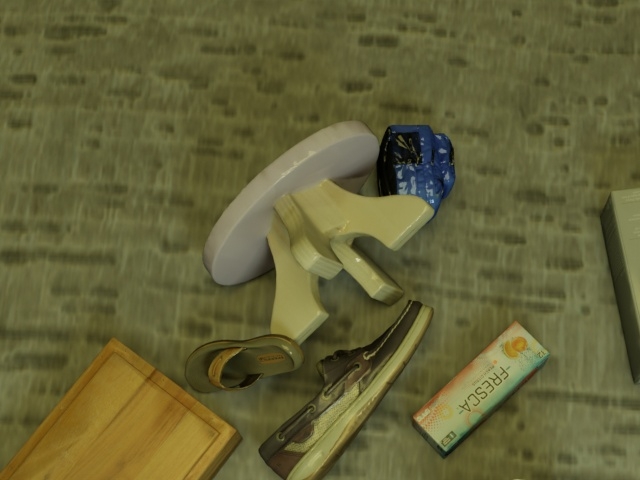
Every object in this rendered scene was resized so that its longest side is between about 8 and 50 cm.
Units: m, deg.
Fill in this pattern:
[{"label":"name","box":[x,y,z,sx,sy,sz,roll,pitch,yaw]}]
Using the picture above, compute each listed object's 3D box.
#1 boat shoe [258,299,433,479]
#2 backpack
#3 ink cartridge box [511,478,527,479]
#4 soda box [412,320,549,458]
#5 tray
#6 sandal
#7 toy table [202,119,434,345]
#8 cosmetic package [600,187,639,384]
[{"label":"boat shoe","box":[0.032,0.179,1.560,0.092,0.103,0.285,36,82,9]},{"label":"backpack","box":[0.125,-0.082,1.647,0.101,0.098,0.120,-1,70,-1]},{"label":"ink cartridge box","box":[0.239,0.372,1.405,0.100,0.237,0.171,9,71,6]},{"label":"soda box","box":[0.200,0.186,1.569,0.183,0.058,0.063,-41,73,-10]},{"label":"tray","box":[-0.303,0.341,1.538,0.203,0.076,0.411,35,77,14]},{"label":"sandal","box":[-0.101,0.159,1.552,0.180,0.072,0.049,-14,35,34]},{"label":"toy table","box":[0.000,0.000,1.565,0.274,0.252,0.161,-50,61,21]},{"label":"cosmetic package","box":[0.438,0.053,1.580,0.127,0.107,0.237,-5,73,1]}]
